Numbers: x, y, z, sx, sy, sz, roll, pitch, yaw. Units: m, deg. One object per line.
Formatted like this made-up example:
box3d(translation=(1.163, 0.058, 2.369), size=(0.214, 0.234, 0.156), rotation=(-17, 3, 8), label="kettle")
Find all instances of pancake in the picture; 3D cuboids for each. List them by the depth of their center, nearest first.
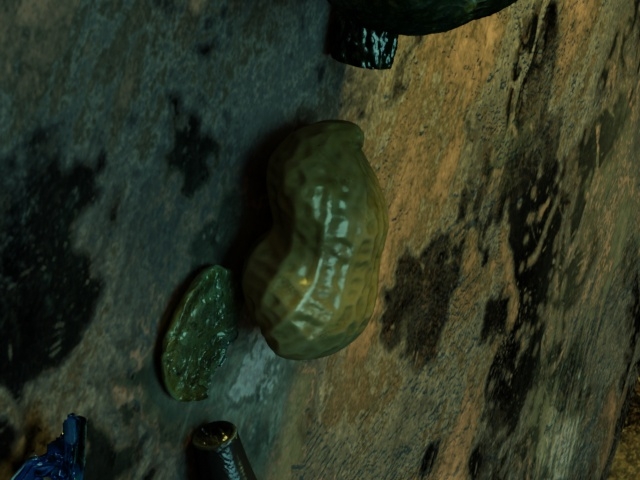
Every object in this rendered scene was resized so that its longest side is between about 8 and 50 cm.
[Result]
box3d(translation=(-0.109, 0.084, 1.453), size=(0.129, 0.022, 0.116), rotation=(-64, 151, -18), label="pancake")

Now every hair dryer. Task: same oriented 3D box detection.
box3d(translation=(-0.131, 0.323, 1.483), size=(0.271, 0.091, 0.236), rotation=(-40, 128, -42), label="hair dryer")

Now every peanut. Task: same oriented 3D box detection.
box3d(translation=(0.000, 0.000, 1.520), size=(0.196, 0.110, 0.233), rotation=(-2, 107, -63), label="peanut")

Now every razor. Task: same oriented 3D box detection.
box3d(translation=(-0.268, 0.279, 1.206), size=(0.093, 0.056, 0.324), rotation=(103, 10, -56), label="razor")

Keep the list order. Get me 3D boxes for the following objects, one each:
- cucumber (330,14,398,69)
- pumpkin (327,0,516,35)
box3d(translation=(0.063, -0.313, 1.526), size=(0.067, 0.067, 0.294), rotation=(-11, 112, -60), label="cucumber")
box3d(translation=(0.117, -0.289, 1.378), size=(0.293, 0.263, 0.197), rotation=(-29, 118, -15), label="pumpkin")
